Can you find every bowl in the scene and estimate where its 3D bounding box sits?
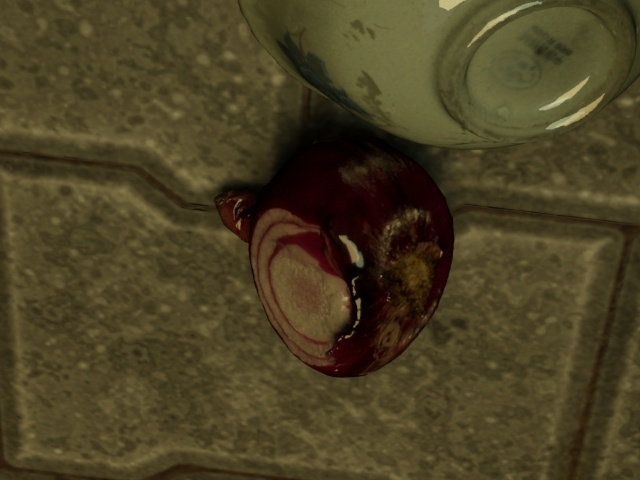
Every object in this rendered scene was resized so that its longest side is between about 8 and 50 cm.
[{"bbox_3d":[0.111,-0.145,1.040,0.313,0.146,0.313,-9,139,-8],"label":"bowl"}]

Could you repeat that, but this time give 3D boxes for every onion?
[{"bbox_3d":[0.013,-0.003,1.266,0.135,0.198,0.173,-15,122,-32],"label":"onion"}]
